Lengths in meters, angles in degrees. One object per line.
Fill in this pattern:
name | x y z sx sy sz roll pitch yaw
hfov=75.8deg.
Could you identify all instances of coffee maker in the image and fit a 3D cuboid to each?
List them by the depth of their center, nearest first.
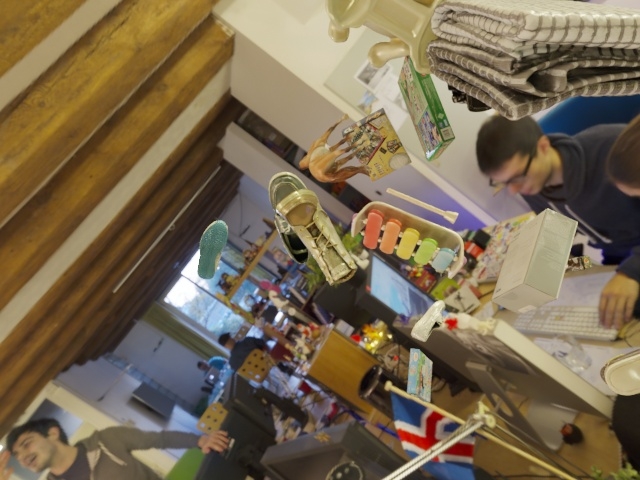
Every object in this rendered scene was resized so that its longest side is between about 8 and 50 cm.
coffee maker | 0.420 -0.448 1.112 0.178 0.120 0.171 -89 6 -64

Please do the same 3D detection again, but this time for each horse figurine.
horse figurine | 0.026 -0.193 0.936 0.174 0.066 0.263 -38 33 11

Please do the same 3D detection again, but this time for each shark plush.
shark plush | 0.469 0.084 1.598 0.073 0.161 0.067 -26 37 21

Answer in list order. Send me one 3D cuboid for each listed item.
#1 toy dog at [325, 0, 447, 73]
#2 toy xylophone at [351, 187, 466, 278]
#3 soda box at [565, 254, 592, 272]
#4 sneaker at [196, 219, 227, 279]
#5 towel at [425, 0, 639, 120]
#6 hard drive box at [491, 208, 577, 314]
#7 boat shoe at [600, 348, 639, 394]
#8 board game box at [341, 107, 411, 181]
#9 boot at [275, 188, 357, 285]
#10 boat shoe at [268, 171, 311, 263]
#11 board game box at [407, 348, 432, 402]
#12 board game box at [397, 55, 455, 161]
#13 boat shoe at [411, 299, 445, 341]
toy dog | 0.161 -0.610 0.941 0.408 0.284 0.396 -99 25 -61
toy xylophone | 0.236 -0.021 1.094 0.081 0.322 0.236 -62 -20 -23
soda box | 1.031 0.105 1.719 0.060 0.053 0.169 -10 -8 -27
sneaker | -0.387 0.023 1.464 0.092 0.087 0.229 -103 34 -61
towel | 0.311 -0.271 0.590 0.284 0.234 0.121 -108 16 -55
hard drive box | 0.569 0.060 1.103 0.232 0.089 0.181 -61 -7 -20
boat shoe | 0.938 0.329 1.114 0.324 0.117 0.096 -26 -12 17
board game box | 0.205 -0.336 1.475 0.165 0.243 0.042 -25 45 19
boot | 0.000 0.000 0.794 0.077 0.165 0.213 -31 -19 7
boat shoe | -0.076 -0.056 1.216 0.320 0.116 0.099 80 178 -46
board game box | 0.386 0.525 1.589 0.039 0.211 0.160 -3 62 28
board game box | 0.345 -0.444 1.375 0.046 0.318 0.213 -20 -5 1
boat shoe | 0.383 0.275 1.400 0.184 0.063 0.066 -32 -41 -37
